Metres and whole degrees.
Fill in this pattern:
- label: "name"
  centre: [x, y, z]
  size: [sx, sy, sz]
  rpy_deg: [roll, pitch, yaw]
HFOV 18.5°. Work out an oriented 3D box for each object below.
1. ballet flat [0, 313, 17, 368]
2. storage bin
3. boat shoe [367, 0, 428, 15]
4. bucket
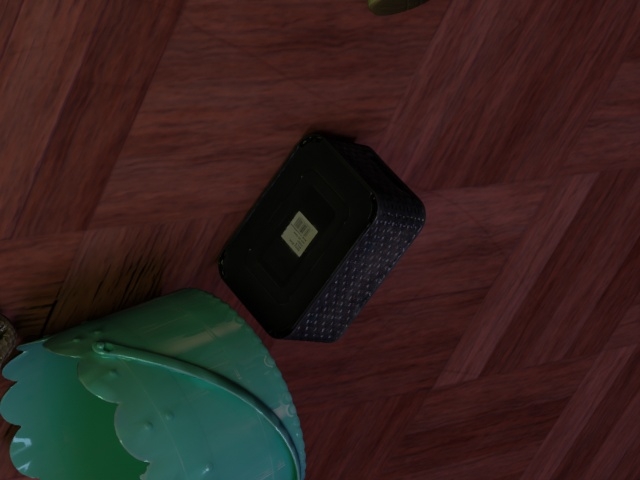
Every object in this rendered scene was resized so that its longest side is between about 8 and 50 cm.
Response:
- label: "ballet flat"
  centre: [-0.373, 0.149, 1.734]
  size: [0.250, 0.058, 0.084]
  rpy_deg: [-35, 148, -12]
- label: "storage bin"
  centre: [0.000, 0.000, 1.902]
  size: [0.084, 0.122, 0.180]
  rpy_deg: [8, 124, -52]
- label: "boat shoe"
  centre: [0.103, -0.258, 1.778]
  size: [0.153, 0.048, 0.056]
  rpy_deg: [-33, 161, -1]
- label: "bucket"
  centre: [-0.155, 0.187, 1.840]
  size: [0.183, 0.281, 0.281]
  rpy_deg: [-25, 146, -30]
